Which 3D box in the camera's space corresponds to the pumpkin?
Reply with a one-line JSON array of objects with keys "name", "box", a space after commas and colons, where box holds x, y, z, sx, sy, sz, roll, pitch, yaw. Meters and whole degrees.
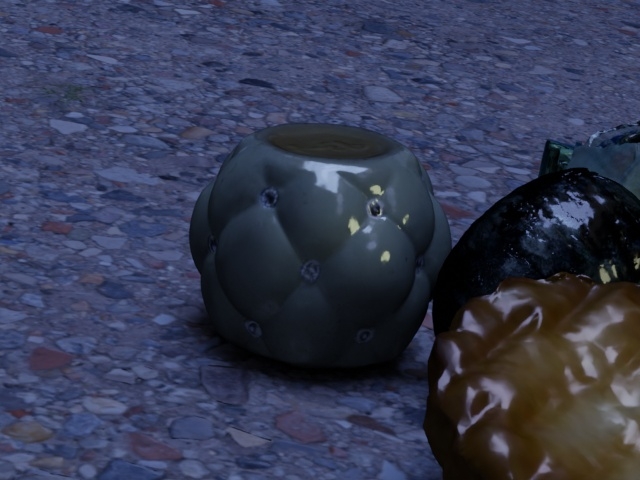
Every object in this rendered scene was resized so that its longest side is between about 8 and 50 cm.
[{"name": "pumpkin", "box": [0.209, 0.043, 1.577, 0.163, 0.233, 0.233, 42, 33, 25]}]

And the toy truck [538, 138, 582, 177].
[{"name": "toy truck", "box": [0.332, -0.070, 2.166, 0.081, 0.067, 0.175, 5, 20, -15]}]

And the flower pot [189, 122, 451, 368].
[{"name": "flower pot", "box": [0.000, 0.000, 1.627, 0.246, 0.195, 0.246, 4, 19, -1]}]

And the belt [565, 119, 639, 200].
[{"name": "belt", "box": [0.376, -0.015, 1.833, 0.257, 0.207, 0.150, 12, 16, -15]}]

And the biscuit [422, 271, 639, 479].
[{"name": "biscuit", "box": [0.233, 0.158, 1.356, 0.325, 0.107, 0.326, 8, 41, -7]}]
